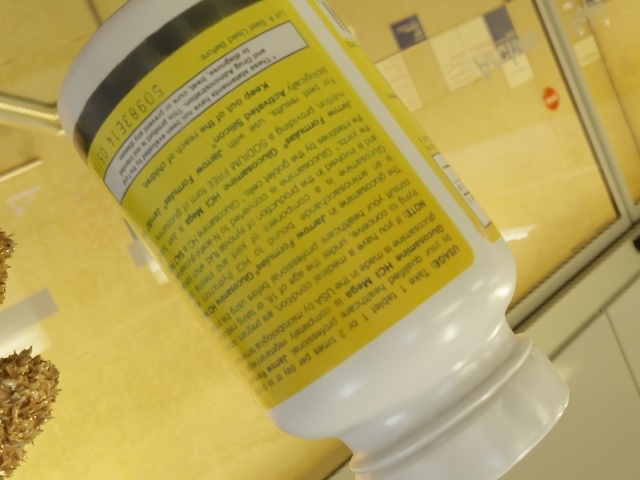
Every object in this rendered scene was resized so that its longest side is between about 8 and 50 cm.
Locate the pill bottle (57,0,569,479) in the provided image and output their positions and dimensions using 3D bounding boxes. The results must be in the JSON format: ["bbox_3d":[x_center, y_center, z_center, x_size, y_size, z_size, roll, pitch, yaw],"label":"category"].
[{"bbox_3d":[0.000,0.000,0.508,0.187,0.334,0.188,-36,175,-3],"label":"pill bottle"}]

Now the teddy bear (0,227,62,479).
[{"bbox_3d":[-0.312,0.129,0.572,0.245,0.338,0.113,14,163,-11],"label":"teddy bear"}]
